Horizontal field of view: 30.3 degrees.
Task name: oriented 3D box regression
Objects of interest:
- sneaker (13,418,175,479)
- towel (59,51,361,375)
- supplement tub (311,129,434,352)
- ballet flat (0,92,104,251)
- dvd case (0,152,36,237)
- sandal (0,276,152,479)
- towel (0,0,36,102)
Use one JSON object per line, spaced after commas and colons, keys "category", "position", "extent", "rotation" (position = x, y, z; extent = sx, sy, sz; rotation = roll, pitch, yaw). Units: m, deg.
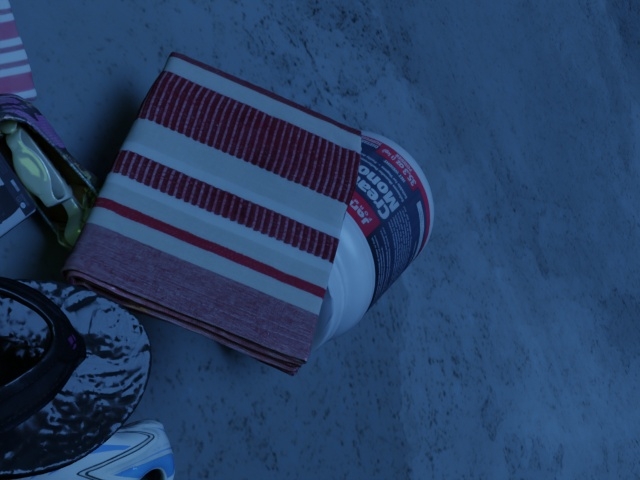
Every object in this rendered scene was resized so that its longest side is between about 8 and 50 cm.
{"category": "sneaker", "position": [-0.218, 0.208, 1.055], "extent": [0.237, 0.085, 0.086], "rotation": [5, 60, -53]}
{"category": "towel", "position": [-0.092, -0.037, 1.172], "extent": [0.237, 0.037, 0.329], "rotation": [23, 46, -8]}
{"category": "supplement tub", "position": [0.000, 0.000, 1.359], "extent": [0.272, 0.191, 0.191], "rotation": [-42, 110, -53]}
{"category": "ballet flat", "position": [-0.246, -0.042, 1.127], "extent": [0.221, 0.077, 0.079], "rotation": [53, 10, -26]}
{"category": "dvd case", "position": [-0.369, -0.039, 0.989], "extent": [0.239, 0.029, 0.179], "rotation": [-46, 112, -44]}
{"category": "sandal", "position": [-0.307, 0.095, 0.893], "extent": [0.445, 0.107, 0.168], "rotation": [5, 68, -40]}
{"category": "towel", "position": [-0.352, -0.213, 1.117], "extent": [0.144, 0.029, 0.197], "rotation": [-23, 97, -55]}
